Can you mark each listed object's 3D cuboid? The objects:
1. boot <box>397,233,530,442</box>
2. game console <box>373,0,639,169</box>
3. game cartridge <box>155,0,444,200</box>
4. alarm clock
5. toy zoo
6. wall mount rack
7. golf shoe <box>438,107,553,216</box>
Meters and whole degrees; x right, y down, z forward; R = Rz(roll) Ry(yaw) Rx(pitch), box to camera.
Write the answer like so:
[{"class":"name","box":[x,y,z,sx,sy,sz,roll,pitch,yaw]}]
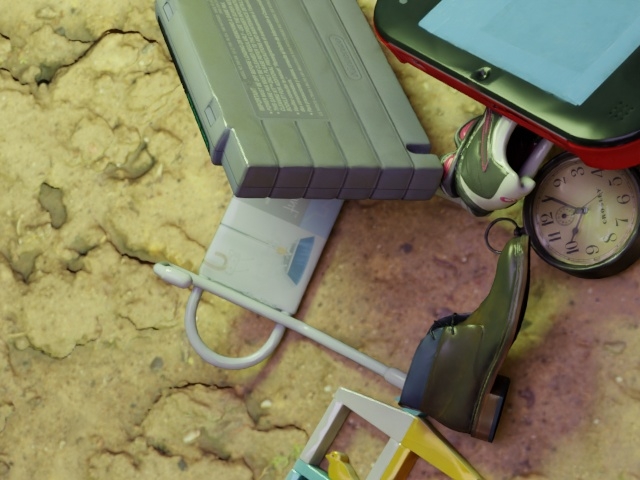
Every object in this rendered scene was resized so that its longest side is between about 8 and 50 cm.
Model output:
[{"class":"boot","box":[0.148,0.091,1.816,0.106,0.082,0.219,14,102,10]},{"class":"game console","box":[0.269,-0.256,1.765,0.342,0.060,0.386,-47,48,-9]},{"class":"game cartridge","box":[-0.036,-0.175,1.885,0.068,0.230,0.355,107,151,-41]},{"class":"alarm clock","box":[0.257,-0.022,1.831,0.192,0.064,0.129,-13,73,22]},{"class":"toy zoo","box":[0.046,0.288,1.888,0.192,0.030,0.293,33,94,30]},{"class":"wall mount rack","box":[0.000,0.000,1.930,0.304,0.130,0.350,24,91,-1]},{"class":"golf shoe","box":[0.216,-0.152,1.830,0.120,0.105,0.273,-3,66,61]}]
